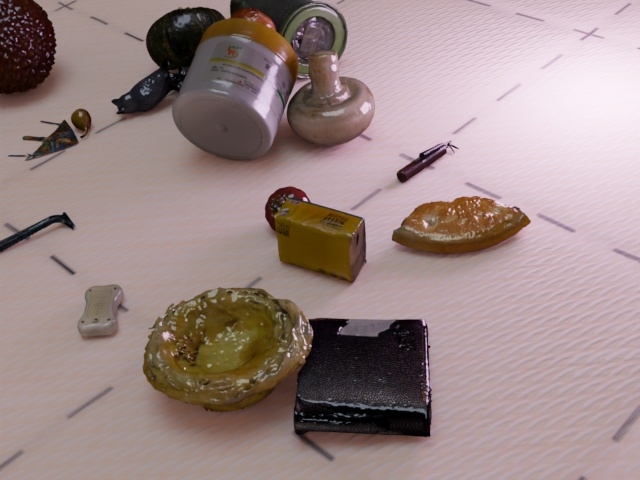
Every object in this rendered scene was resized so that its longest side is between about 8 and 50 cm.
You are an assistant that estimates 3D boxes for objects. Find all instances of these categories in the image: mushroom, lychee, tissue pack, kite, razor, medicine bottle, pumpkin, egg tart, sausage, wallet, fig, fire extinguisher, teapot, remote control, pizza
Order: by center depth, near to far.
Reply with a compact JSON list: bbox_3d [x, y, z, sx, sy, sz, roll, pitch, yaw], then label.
[{"bbox_3d":[0.073,0.217,1.454,0.220,0.071,0.262,-2,33,7],"label":"wallet"},{"bbox_3d":[-0.151,0.189,1.469,0.288,0.118,0.288,-8,36,6],"label":"egg tart"},{"bbox_3d":[-0.412,0.131,1.646,0.074,0.032,0.122,-5,41,2],"label":"remote control"},{"bbox_3d":[0.000,0.000,1.676,0.169,0.120,0.082,17,44,24],"label":"tissue pack"},{"bbox_3d":[0.272,-0.030,1.723,0.271,0.056,0.134,-15,43,-7],"label":"pizza"},{"bbox_3d":[-0.620,-0.015,1.849,0.190,0.033,0.066,-26,43,-20],"label":"razor"},{"bbox_3d":[0.235,-0.183,1.916,0.173,0.049,0.035,-34,40,-29],"label":"fire extinguisher"},{"bbox_3d":[-0.188,-0.337,1.976,0.237,0.238,0.232,6,58,15],"label":"medicine bottle"},{"bbox_3d":[0.032,-0.319,2.002,0.206,0.209,0.206,17,34,-12],"label":"mushroom"},{"bbox_3d":[-0.663,-0.248,2.149,0.160,0.010,0.183,7,42,17],"label":"kite"},{"bbox_3d":[-0.587,-0.286,2.160,0.050,0.050,0.083,-14,58,-8],"label":"fig"},{"bbox_3d":[-0.213,-0.472,2.190,0.258,0.133,0.133,-39,27,32],"label":"sausage"},{"bbox_3d":[-0.350,-0.536,2.306,0.223,0.157,0.224,-15,6,2],"label":"pumpkin"},{"bbox_3d":[-0.834,-0.522,2.311,0.275,0.276,0.304,-24,68,-19],"label":"lychee"},{"bbox_3d":[-0.076,-0.584,2.343,0.270,0.200,0.337,-1,30,-35],"label":"teapot"}]

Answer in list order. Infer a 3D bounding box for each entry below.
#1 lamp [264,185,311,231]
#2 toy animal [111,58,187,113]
[{"bbox_3d":[-0.066,-0.061,1.783,0.101,0.090,0.101,-10,69,27],"label":"lamp"},{"bbox_3d":[-0.420,-0.380,2.192,0.210,0.117,0.121,-22,49,-21],"label":"toy animal"}]
